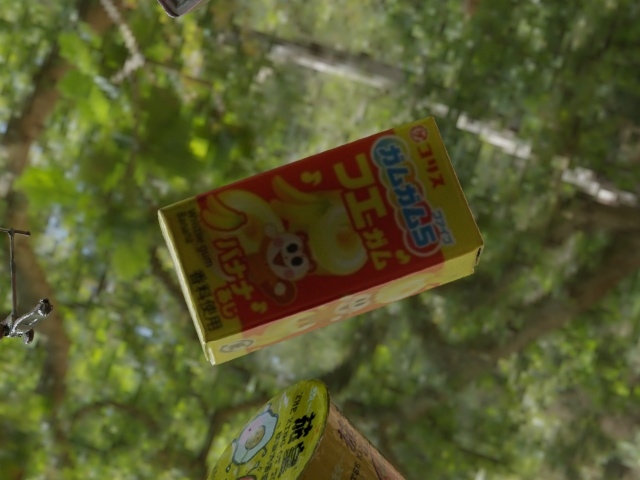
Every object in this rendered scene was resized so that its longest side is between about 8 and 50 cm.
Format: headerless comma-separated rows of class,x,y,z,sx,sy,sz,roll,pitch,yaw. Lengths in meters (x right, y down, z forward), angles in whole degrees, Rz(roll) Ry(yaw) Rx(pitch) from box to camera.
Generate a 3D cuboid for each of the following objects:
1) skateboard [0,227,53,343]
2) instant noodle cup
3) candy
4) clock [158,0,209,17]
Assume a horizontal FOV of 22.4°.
skateboard,-0.205,0.023,1.115,0.064,0.032,0.083,-35,56,47
instant noodle cup,-0.003,0.238,1.450,0.182,0.144,0.182,-43,21,20
candy,0.000,0.000,1.509,0.088,0.276,0.146,91,161,-73
clock,-0.159,-0.365,1.803,0.147,0.192,0.071,-36,2,23
